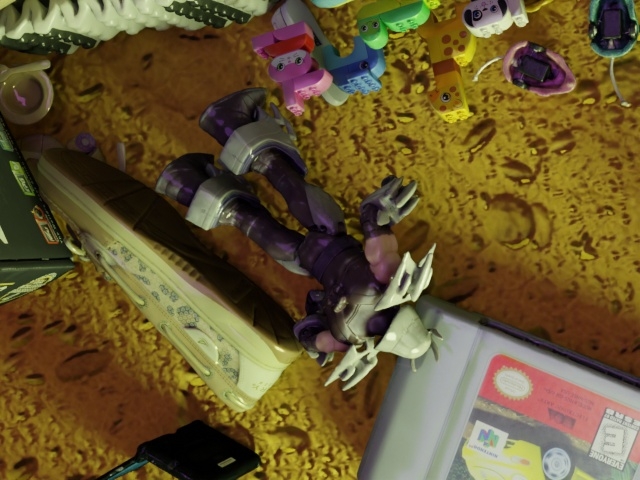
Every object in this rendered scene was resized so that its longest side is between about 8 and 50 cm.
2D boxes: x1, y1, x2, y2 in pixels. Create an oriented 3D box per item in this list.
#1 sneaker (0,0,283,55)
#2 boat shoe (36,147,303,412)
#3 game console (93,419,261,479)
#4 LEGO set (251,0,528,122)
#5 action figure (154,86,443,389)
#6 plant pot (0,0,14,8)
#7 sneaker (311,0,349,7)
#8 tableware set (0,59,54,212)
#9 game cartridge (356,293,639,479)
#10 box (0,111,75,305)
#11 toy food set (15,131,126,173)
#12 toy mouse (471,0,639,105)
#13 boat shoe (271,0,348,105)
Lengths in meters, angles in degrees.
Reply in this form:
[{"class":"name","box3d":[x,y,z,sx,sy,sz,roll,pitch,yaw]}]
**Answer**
[{"class":"sneaker","box3d":[-0.153,-0.237,1.329,0.292,0.110,0.118,-5,83,19]},{"class":"boat shoe","box3d":[-0.147,0.031,1.339,0.285,0.104,0.089,42,110,10]},{"class":"game console","box3d":[-0.127,0.202,1.333,0.107,0.122,0.071,28,103,15]},{"class":"LEGO set","box3d":[0.071,-0.140,1.241,0.227,0.087,0.093,-16,72,17]},{"class":"action figure","box3d":[0.000,0.000,1.277,0.285,0.099,0.185,44,118,19]},{"class":"plant pot","box3d":[-0.245,-0.312,1.213,0.256,0.256,0.274,25,67,16]},{"class":"sneaker","box3d":[0.048,-0.325,1.251,0.208,0.127,0.319,42,77,-23]},{"class":"tableware set","box3d":[-0.304,-0.091,1.395,0.141,0.020,0.168,-5,94,6]},{"class":"game cartridge","box3d":[0.183,0.186,1.260,0.294,0.060,0.196,21,104,17]},{"class":"box","box3d":[-0.363,-0.131,1.233,0.097,0.318,0.395,-27,85,9]},{"class":"toy food set","box3d":[-0.236,-0.060,1.409,0.122,0.019,0.078,-1,93,20]},{"class":"toy mouse","box3d":[0.202,-0.161,1.240,0.161,0.031,0.143,-45,78,17]},{"class":"boat shoe","box3d":[-0.011,-0.156,1.319,0.035,0.035,0.100,-32,88,48]}]
